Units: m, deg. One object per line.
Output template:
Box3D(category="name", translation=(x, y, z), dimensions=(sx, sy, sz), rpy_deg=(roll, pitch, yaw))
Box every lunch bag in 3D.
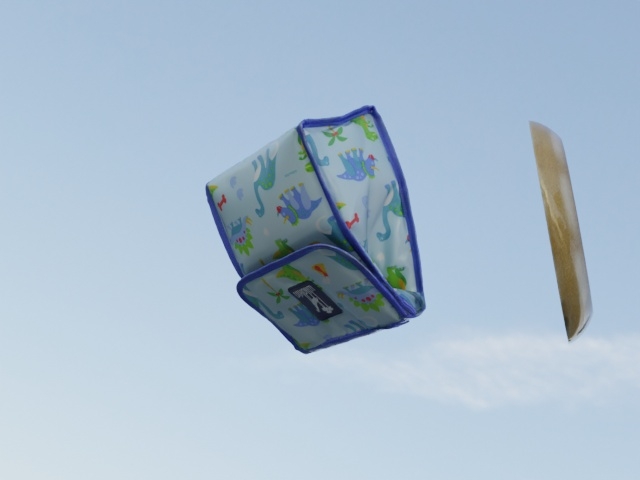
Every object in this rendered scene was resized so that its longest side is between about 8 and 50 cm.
Box3D(category="lunch bag", translation=(0.000, 0.000, 0.721), dimensions=(0.129, 0.096, 0.151), rpy_deg=(-25, -93, 49))

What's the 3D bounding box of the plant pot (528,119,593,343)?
Box3D(category="plant pot", translation=(0.252, -0.011, 1.053), dimensions=(0.032, 0.236, 0.236), rpy_deg=(-10, -40, 12))
